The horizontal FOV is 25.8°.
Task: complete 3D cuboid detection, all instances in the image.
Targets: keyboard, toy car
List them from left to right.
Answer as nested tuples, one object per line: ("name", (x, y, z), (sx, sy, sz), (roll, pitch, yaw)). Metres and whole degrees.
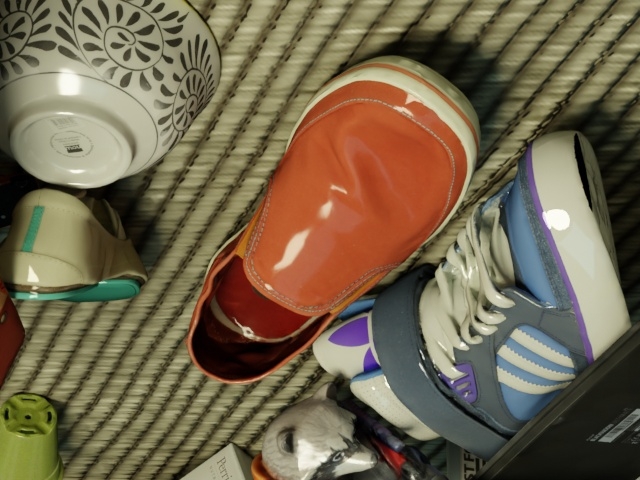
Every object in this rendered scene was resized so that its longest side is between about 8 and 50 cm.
("toy car", (-0.242, -0.058, 0.965), (0.040, 0.060, 0.122), (29, 149, 48))
("keyboard", (0.247, 0.122, 0.989), (0.201, 0.033, 0.317), (7, 148, -18))

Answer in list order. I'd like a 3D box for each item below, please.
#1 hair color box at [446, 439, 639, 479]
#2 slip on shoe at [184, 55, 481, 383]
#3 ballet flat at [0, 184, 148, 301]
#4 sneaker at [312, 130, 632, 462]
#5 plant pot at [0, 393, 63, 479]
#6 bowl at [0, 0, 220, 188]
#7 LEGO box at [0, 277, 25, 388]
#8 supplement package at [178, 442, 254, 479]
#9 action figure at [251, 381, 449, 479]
("hair color box", (0.316, 0.214, 1.226), (0.374, 0.114, 0.185), (-12, 142, 20))
("slip on shoe", (0.000, 0.000, 0.940), (0.123, 0.101, 0.331), (34, 138, -8))
("ballet flat", (-0.168, 0.002, 0.970), (0.086, 0.086, 0.248), (3, 177, -1))
("sneaker", (0.099, 0.055, 1.001), (0.236, 0.130, 0.323), (-11, 148, 11))
("plant pot", (-0.267, 0.181, 1.258), (0.083, 0.083, 0.079), (11, 131, -12))
("bowl", (-0.149, -0.085, 0.867), (0.170, 0.080, 0.170), (1, 145, 1))
("LEGO box", (-0.443, -0.018, 0.724), (0.500, 0.193, 0.372), (18, 155, 8))
("supplement package", (-0.109, 0.374, 1.332), (0.262, 0.199, 0.198), (-36, 134, 9))
("action figure", (0.046, 0.267, 1.064), (0.178, 0.341, 0.330), (-27, 110, -19))
